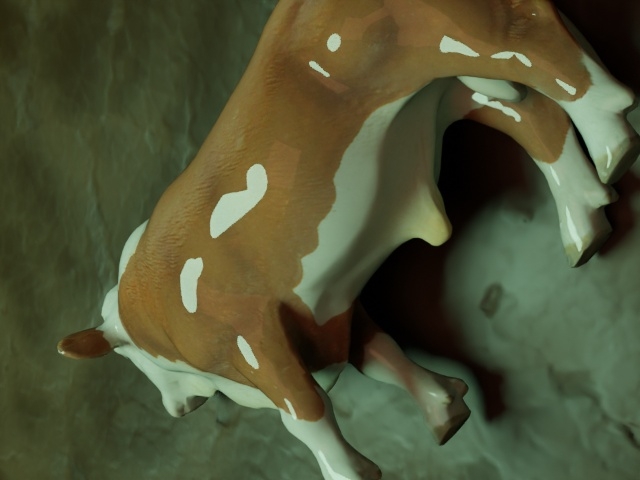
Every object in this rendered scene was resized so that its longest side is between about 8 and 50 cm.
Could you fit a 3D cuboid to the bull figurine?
[{"bbox_3d":[0.000,0.000,0.410,0.188,0.101,0.310,42,120,22],"label":"bull figurine"}]
